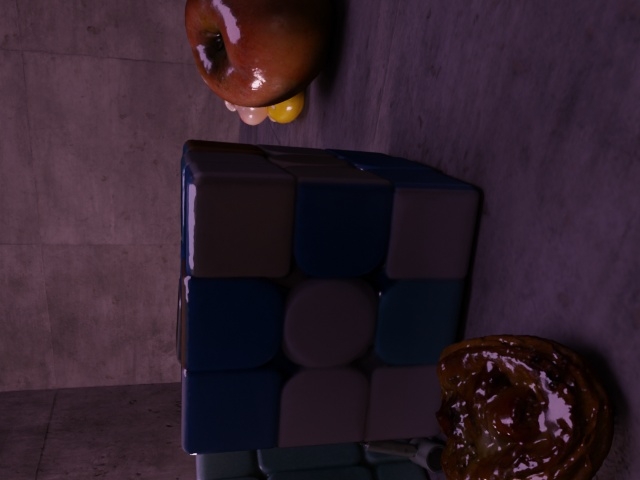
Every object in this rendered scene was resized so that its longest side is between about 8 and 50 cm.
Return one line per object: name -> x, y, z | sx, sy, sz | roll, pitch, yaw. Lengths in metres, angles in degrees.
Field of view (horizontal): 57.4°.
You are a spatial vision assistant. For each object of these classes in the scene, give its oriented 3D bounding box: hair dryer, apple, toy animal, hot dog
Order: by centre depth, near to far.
hot dog -> 0.175, 0.171, 0.555 | 0.227, 0.099, 0.160 | 123, 144, -60
hair dryer -> 0.103, 0.273, 0.768 | 0.063, 0.124, 0.038 | 151, 132, -72
apple -> -0.129, -0.476, 1.327 | 0.338, 0.305, 0.338 | 30, 133, 39
toy animal -> -0.168, -0.458, 1.583 | 0.345, 0.247, 0.277 | 108, 155, -49

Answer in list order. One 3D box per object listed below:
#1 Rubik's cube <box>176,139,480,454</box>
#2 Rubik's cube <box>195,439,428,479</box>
Rubik's cube -> -0.025, 0.052, 0.831 | 0.344, 0.347, 0.346 | -135, 47, -69
Rubik's cube -> -0.020, 0.462, 0.849 | 0.316, 0.322, 0.318 | -110, 23, -50
